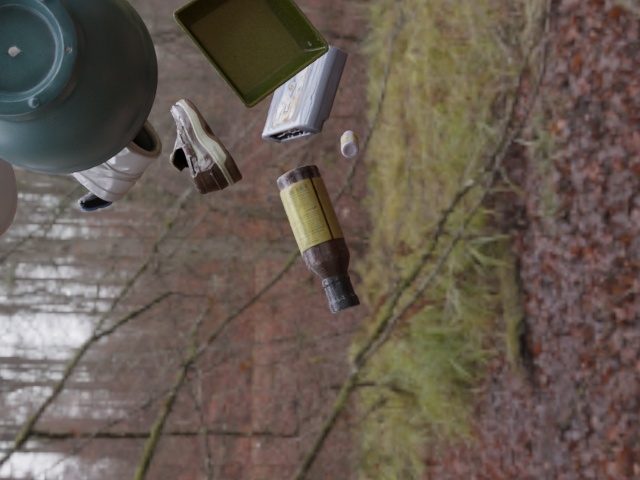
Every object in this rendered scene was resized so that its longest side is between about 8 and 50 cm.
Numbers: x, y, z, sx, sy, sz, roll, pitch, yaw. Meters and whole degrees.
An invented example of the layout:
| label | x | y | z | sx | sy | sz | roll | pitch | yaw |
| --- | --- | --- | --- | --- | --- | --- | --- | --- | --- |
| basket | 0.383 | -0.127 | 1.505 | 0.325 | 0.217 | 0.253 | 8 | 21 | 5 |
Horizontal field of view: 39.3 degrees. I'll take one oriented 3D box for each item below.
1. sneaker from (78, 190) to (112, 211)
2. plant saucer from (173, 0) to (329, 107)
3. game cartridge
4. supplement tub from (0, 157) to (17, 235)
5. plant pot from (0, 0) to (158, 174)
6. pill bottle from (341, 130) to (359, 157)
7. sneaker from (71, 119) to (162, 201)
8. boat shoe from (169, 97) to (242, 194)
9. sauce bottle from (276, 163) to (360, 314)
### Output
| label | x | y | z | sx | sy | sz | roll | pitch | yaw |
| --- | --- | --- | --- | --- | --- | --- | --- | --- | --- |
| sneaker | -0.420 | -0.133 | 1.796 | 0.188 | 0.067 | 0.078 | -50 | -49 | -18 |
| plant saucer | -0.112 | -0.325 | 1.430 | 0.188 | 0.188 | 0.045 | 51 | 156 | -4 |
| game cartridge | -0.038 | -0.313 | 1.891 | 0.297 | 0.062 | 0.198 | -178 | 102 | -69 |
| supplement tub | -0.775 | -0.082 | 1.692 | 0.241 | 0.332 | 0.240 | -11 | -90 | -69 |
| plant pot | -0.383 | -0.239 | 1.200 | 0.196 | 0.293 | 0.292 | -44 | -45 | -88 |
| pill bottle | 0.072 | -0.237 | 2.189 | 0.083 | 0.043 | 0.043 | -90 | 1 | -59 |
| sneaker | -0.381 | -0.199 | 1.386 | 0.169 | 0.293 | 0.108 | -35 | 27 | 41 |
| boat shoe | -0.234 | -0.170 | 1.618 | 0.257 | 0.095 | 0.095 | 52 | 173 | 48 |
| sauce bottle | 0.000 | 0.000 | 2.070 | 0.111 | 0.112 | 0.344 | 100 | 152 | -79 |
